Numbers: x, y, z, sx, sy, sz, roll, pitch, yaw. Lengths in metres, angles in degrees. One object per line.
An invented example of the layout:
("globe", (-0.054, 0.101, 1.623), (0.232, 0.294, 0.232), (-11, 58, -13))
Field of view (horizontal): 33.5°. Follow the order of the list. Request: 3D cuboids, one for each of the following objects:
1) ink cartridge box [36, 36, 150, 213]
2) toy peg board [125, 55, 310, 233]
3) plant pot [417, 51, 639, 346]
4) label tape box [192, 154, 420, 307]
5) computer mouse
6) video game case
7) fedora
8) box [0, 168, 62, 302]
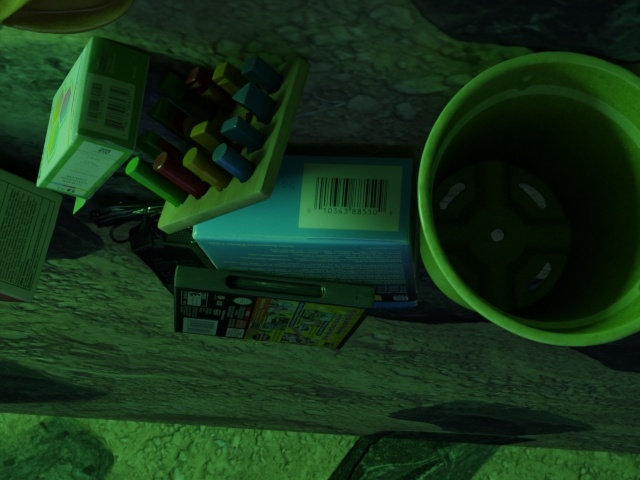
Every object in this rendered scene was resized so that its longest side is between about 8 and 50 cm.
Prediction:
("ink cartridge box", (-0.247, -0.113, 1.110), (0.062, 0.109, 0.209), (15, 158, -24))
("toy peg board", (-0.108, -0.108, 1.038), (0.160, 0.161, 0.079), (-17, 139, 44))
("plant pot", (0.211, -0.021, 1.094), (0.276, 0.276, 0.254), (7, 170, -6))
("label tape box", (0.000, 0.000, 1.358), (0.249, 0.115, 0.348), (1, 165, 8))
("computer mouse", (-0.182, 0.010, 1.493), (0.188, 0.072, 0.272), (-1, 146, 21))
("video game case", (-0.073, 0.094, 1.437), (0.248, 0.035, 0.275), (7, 163, -6))
("fedora", (-0.203, -0.213, 0.831), (0.194, 0.079, 0.194), (-7, 169, -1))
("box", (-0.462, -0.025, 1.310), (0.127, 0.148, 0.232), (0, 162, 43))
